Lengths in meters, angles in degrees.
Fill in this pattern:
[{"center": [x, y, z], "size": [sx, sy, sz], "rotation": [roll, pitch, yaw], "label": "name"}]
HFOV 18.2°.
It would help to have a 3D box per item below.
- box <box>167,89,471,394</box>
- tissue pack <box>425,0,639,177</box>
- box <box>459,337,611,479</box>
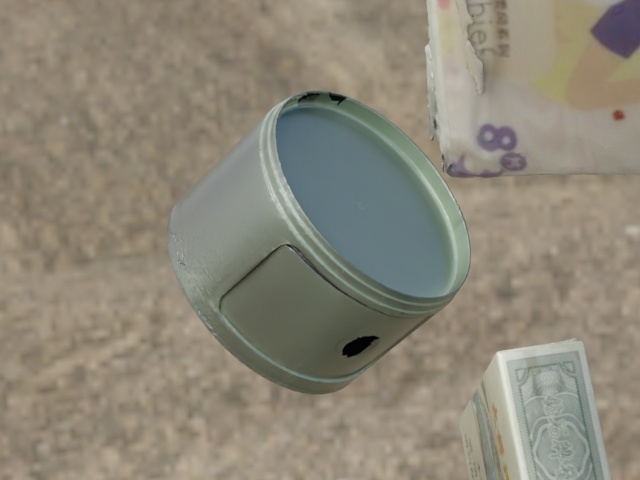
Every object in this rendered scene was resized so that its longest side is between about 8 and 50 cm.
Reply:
[{"center": [0.000, 0.000, 1.730], "size": [0.149, 0.226, 0.226], "rotation": [-42, -2, 33], "label": "box"}, {"center": [0.236, -0.160, 1.271], "size": [0.344, 0.242, 0.125], "rotation": [2, 29, 15], "label": "tissue pack"}, {"center": [0.167, 0.189, 1.558], "size": [0.069, 0.164, 0.256], "rotation": [-8, -16, -5], "label": "box"}]
